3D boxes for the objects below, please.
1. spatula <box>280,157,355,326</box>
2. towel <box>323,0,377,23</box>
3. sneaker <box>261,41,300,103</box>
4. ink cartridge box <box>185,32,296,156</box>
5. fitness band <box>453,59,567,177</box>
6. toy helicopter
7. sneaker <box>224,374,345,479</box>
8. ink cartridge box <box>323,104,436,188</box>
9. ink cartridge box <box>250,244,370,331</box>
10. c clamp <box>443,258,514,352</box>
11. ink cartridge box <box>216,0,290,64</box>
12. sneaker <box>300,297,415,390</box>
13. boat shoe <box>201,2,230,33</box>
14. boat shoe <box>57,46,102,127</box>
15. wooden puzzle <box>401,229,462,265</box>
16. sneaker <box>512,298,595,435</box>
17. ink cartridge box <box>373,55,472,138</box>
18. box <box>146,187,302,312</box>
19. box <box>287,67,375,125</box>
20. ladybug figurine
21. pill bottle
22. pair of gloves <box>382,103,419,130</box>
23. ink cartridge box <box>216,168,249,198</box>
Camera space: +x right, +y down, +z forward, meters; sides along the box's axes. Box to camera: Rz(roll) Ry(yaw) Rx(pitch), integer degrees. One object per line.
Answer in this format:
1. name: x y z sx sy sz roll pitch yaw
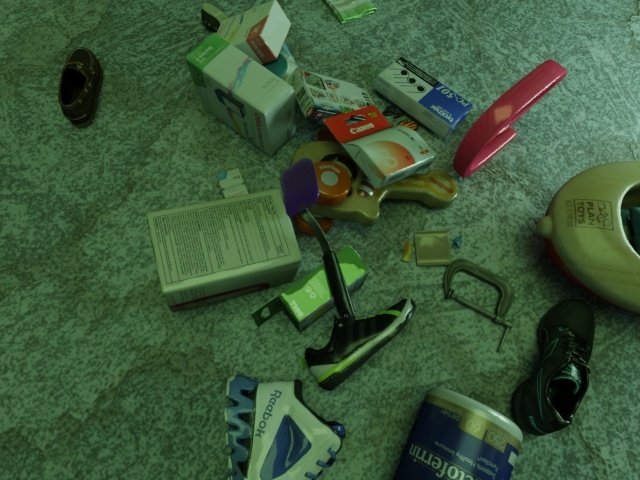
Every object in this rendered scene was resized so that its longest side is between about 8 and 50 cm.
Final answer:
1. spatula: 0.000 0.000 0.679 0.030 0.084 0.296 -8 73 -52
2. towel: 0.064 -0.641 1.066 0.113 0.023 0.152 -28 73 -12
3. sneaker: -0.095 -0.397 0.934 0.087 0.092 0.229 -31 49 19
4. ink cartridge box: -0.159 -0.299 0.852 0.212 0.154 0.093 36 73 10
5. fitness band: 0.376 -0.246 0.828 0.291 0.209 0.054 -40 74 -16
6. toy helicopter: 0.112 -0.133 0.838 0.355 0.140 0.235 5 59 -12
7. sneaker: -0.044 0.356 0.619 0.182 0.127 0.315 -7 68 -3
8. ink cartridge box: 0.114 -0.195 0.771 0.145 0.045 0.179 -26 74 -31
9. ink cartridge box: -0.016 0.104 0.728 0.209 0.109 0.062 -34 73 -15
10. c clamp: 0.306 0.112 0.786 0.160 0.022 0.137 33 70 10
11. ink cartridge box: -0.175 -0.442 0.905 0.198 0.067 0.115 -2 62 33
12. sneaker: 0.066 0.162 0.723 0.234 0.084 0.097 -37 74 -15
13. boat shoe: -0.242 -0.528 0.999 0.133 0.042 0.049 41 47 12
14. boat shoe: -0.534 -0.355 0.901 0.073 0.073 0.207 -9 68 -5
15. wooden puzzle: 0.224 0.015 0.821 0.116 0.014 0.078 4 71 8
16. sneaker: 0.433 0.216 0.710 0.101 0.106 0.267 29 69 9
17. ink cartridge box: 0.234 -0.332 0.936 0.207 0.046 0.097 40 64 12
18. box: -0.169 0.017 0.726 0.232 0.127 0.149 -13 69 -18
19. box: 0.039 -0.292 0.863 0.207 0.036 0.114 -5 64 -42
20. ladybug figurine: 0.622 0.007 0.767 0.449 0.162 0.305 11 69 1
21. pill bottle: 0.185 0.375 0.609 0.153 0.153 0.265 27 70 8
22. pair of gloves: 0.187 -0.282 0.940 0.074 0.010 0.083 -14 69 -8
23. ink cartridge box: -0.178 -0.102 0.842 0.048 0.028 0.083 -21 71 -10
